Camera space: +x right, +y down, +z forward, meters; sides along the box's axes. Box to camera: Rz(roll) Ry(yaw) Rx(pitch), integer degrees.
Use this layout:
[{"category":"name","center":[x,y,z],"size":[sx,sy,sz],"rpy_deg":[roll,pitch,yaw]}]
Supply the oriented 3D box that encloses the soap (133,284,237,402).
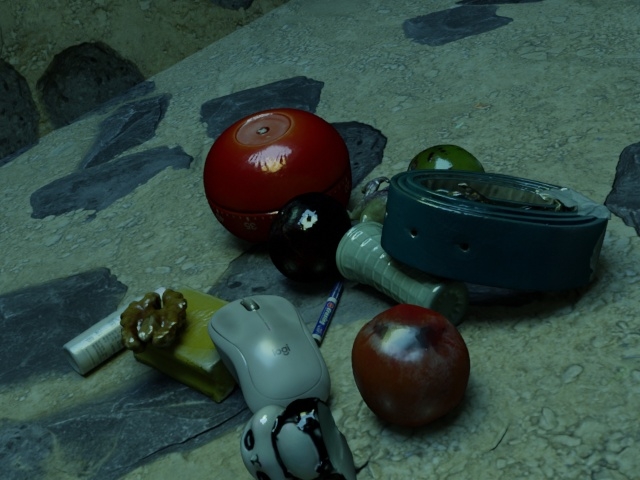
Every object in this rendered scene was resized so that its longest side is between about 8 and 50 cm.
[{"category":"soap","center":[-0.253,0.207,1.783],"size":[0.315,0.091,0.199],"rpy_deg":[15,44,45]}]

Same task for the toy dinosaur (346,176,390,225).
[{"category":"toy dinosaur","center":[0.133,-0.067,1.989],"size":[0.162,0.077,0.294],"rpy_deg":[-55,33,5]}]

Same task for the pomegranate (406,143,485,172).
[{"category":"pomegranate","center":[0.312,-0.130,1.978],"size":[0.247,0.202,0.202],"rpy_deg":[1,17,-33]}]

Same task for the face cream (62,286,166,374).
[{"category":"face cream","center":[-0.450,0.197,1.912],"size":[0.269,0.082,0.082],"rpy_deg":[-35,34,-29]}]

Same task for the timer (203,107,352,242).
[{"category":"timer","center":[-0.110,-0.169,2.132],"size":[0.377,0.279,0.378],"rpy_deg":[-8,37,6]}]

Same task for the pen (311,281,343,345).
[{"category":"pen","center":[0.015,0.153,1.792],"size":[0.025,0.025,0.204],"rpy_deg":[-4,32,22]}]

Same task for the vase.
[{"category":"vase","center":[0.171,0.076,1.737],"size":[0.143,0.143,0.299],"rpy_deg":[-29,35,-20]}]

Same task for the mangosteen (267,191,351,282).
[{"category":"mangosteen","center":[-0.012,-0.001,1.911],"size":[0.216,0.216,0.216],"rpy_deg":[-13,30,8]}]

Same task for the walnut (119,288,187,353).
[{"category":"walnut","center":[-0.342,0.171,1.734],"size":[0.142,0.069,0.170],"rpy_deg":[-10,32,12]}]

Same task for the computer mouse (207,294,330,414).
[{"category":"computer mouse","center":[-0.099,0.205,1.581],"size":[0.184,0.121,0.297],"rpy_deg":[-15,52,-16]}]

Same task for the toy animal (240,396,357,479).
[{"category":"toy animal","center":[-0.046,0.346,1.388],"size":[0.179,0.166,0.138],"rpy_deg":[-16,-1,26]}]

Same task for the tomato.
[{"category":"tomato","center":[0.155,0.210,1.459],"size":[0.208,0.184,0.208],"rpy_deg":[-14,28,8]}]

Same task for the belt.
[{"category":"belt","center":[0.343,-0.031,1.675],"size":[0.436,0.173,0.300],"rpy_deg":[11,23,2]}]
